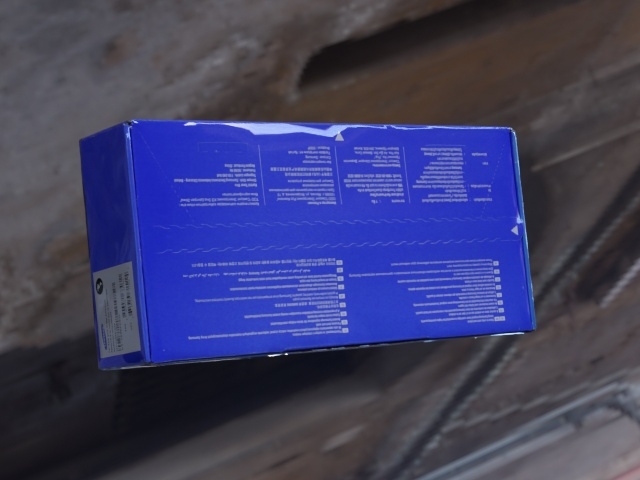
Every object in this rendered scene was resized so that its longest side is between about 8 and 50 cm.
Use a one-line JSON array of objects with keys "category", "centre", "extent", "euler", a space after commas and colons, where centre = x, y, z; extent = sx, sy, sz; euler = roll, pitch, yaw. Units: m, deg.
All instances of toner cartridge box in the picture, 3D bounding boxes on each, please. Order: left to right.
[{"category": "toner cartridge box", "centre": [0.000, 0.000, 1.126], "extent": [0.075, 0.348, 0.165], "euler": [-10, -97, 54]}]
